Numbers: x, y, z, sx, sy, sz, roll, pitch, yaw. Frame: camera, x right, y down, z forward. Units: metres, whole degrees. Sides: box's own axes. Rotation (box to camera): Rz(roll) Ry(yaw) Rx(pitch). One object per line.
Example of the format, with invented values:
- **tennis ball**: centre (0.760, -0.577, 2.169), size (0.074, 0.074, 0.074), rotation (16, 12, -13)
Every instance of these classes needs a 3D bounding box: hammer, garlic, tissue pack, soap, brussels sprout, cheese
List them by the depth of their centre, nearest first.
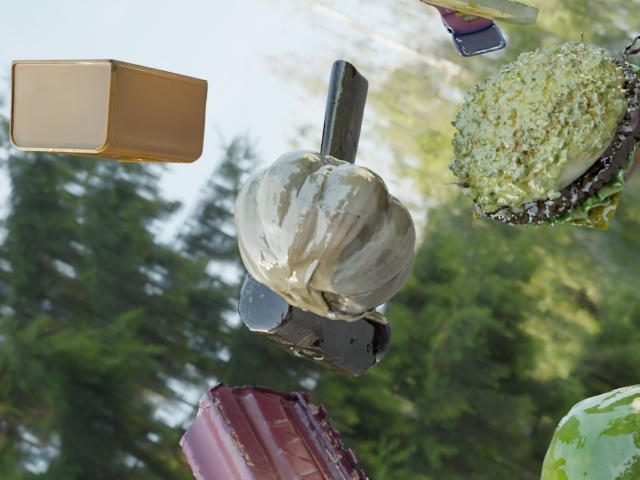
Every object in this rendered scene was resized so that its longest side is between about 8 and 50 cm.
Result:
- **brussels sprout**: centre (0.317, 0.246, 1.297), size (0.244, 0.244, 0.244), rotation (-59, -14, -24)
- **soap**: centre (-0.035, 0.259, 1.425), size (0.162, 0.250, 0.099), rotation (18, -67, -34)
- **garlic**: centre (0.003, 0.003, 1.570), size (0.152, 0.228, 0.228), rotation (-60, -13, -26)
- **hammer**: centre (0.011, -0.039, 1.842), size (0.242, 0.095, 0.409), rotation (25, -112, -51)
- **cheese**: centre (0.184, -0.364, 1.948), size (0.155, 0.244, 0.062), rotation (-15, -24, -17)
- **tissue pack**: centre (-0.331, -0.200, 2.161), size (0.274, 0.194, 0.145), rotation (3, -88, -63)

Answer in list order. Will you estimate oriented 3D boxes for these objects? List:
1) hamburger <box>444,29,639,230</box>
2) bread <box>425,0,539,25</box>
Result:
- **hamburger**: centre (0.256, -0.128, 1.522), size (0.138, 0.243, 0.262), rotation (45, -117, -35)
- **bread**: centre (0.202, -0.306, 1.766), size (0.068, 0.153, 0.028), rotation (-160, 84, -74)
